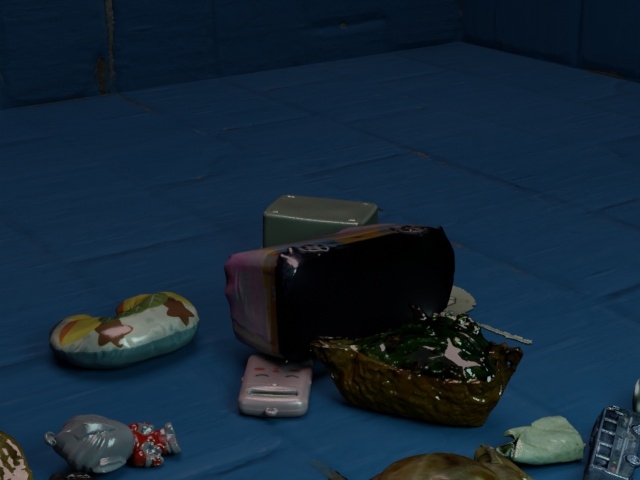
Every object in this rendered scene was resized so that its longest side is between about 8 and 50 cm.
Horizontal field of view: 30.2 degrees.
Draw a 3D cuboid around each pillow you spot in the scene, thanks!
[{"bbox_3d":[-0.304,0.137,1.832,0.233,0.086,0.214,-19,16,-35],"label":"pillow"}]

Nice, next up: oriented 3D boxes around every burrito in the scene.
[{"bbox_3d":[0.278,0.260,1.517,0.118,0.044,0.074,-7,30,-22],"label":"burrito"}]

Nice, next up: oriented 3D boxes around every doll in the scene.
[{"bbox_3d":[-0.264,0.258,1.508,0.180,0.079,0.094,4,41,-26],"label":"doll"}]

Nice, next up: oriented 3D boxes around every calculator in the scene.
[{"bbox_3d":[-0.063,0.206,1.690,0.100,0.032,0.175,2,21,3],"label":"calculator"}]

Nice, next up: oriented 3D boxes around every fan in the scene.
[{"bbox_3d":[0.215,0.118,1.954,0.190,0.009,0.329,-17,26,-39],"label":"fan"}]

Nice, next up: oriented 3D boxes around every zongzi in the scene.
[{"bbox_3d":[0.234,0.283,1.466,0.083,0.040,0.076,3,21,0],"label":"zongzi"}]

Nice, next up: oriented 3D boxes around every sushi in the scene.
[{"bbox_3d":[0.140,0.165,1.638,0.287,0.140,0.149,10,30,25],"label":"sushi"}]

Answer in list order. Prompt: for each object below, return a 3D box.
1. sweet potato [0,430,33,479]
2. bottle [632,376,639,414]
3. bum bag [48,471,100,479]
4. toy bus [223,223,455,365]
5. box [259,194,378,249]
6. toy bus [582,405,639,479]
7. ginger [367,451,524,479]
[{"bbox_3d":[-0.479,0.254,1.428,0.158,0.158,0.369,-15,18,-34],"label":"sweet potato"},{"bbox_3d":[0.529,0.239,1.530,0.253,0.079,0.096,15,63,37],"label":"bottle"},{"bbox_3d":[-0.286,0.305,1.424,0.124,0.034,0.058,15,34,36],"label":"bum bag"},{"bbox_3d":[0.033,0.061,1.839,0.386,0.171,0.162,-11,17,-44],"label":"toy bus"},{"bbox_3d":[0.000,0.000,2.106,0.210,0.129,0.148,7,23,16],"label":"box"},{"bbox_3d":[0.367,0.265,1.480,0.065,0.047,0.166,20,26,12],"label":"toy bus"},{"bbox_3d":[0.103,0.317,1.192,0.256,0.176,0.375,4,19,26],"label":"ginger"}]
